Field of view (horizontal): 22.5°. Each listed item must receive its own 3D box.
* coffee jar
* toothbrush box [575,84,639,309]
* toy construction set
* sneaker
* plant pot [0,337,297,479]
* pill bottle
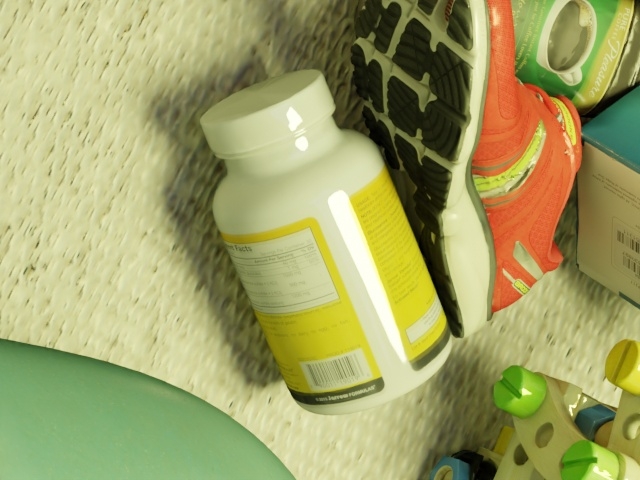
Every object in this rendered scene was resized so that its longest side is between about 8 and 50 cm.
[{"bbox_3d":[0.118,-0.135,0.982,0.184,0.079,0.096,13,101,-29],"label":"coffee jar"},{"bbox_3d":[0.335,-0.049,1.000,0.295,0.216,0.126,-36,141,-24],"label":"toothbrush box"},{"bbox_3d":[0.126,0.208,0.952,0.151,0.215,0.327,43,76,-25],"label":"toy construction set"},{"bbox_3d":[0.095,-0.066,0.926,0.118,0.107,0.279,-29,143,-16],"label":"sneaker"},{"bbox_3d":[-0.133,0.188,0.784,0.235,0.293,0.293,8,92,-44],"label":"plant pot"},{"bbox_3d":[0.000,0.000,0.922,0.103,0.103,0.184,-29,109,-22],"label":"pill bottle"}]
